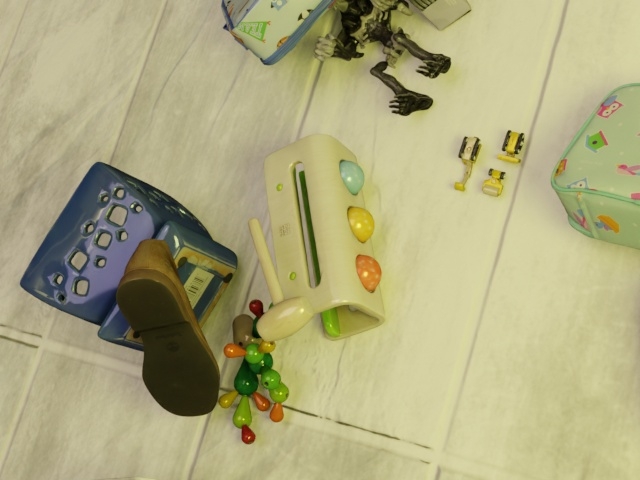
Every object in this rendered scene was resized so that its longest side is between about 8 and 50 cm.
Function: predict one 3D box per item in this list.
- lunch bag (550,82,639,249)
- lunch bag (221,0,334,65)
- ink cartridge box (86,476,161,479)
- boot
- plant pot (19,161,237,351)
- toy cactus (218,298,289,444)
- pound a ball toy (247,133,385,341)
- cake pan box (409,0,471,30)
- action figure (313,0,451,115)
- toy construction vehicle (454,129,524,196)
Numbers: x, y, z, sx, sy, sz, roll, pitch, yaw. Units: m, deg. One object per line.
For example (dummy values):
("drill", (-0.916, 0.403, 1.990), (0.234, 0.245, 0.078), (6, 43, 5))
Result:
("lunch bag", (0.443, -0.089, 1.267), (0.279, 0.108, 0.224), (15, 58, 43))
("lunch bag", (-0.057, -0.405, 1.688), (0.243, 0.115, 0.303), (-48, 20, 12))
("ink cartridge box", (-0.252, 0.530, 1.415), (0.285, 0.166, 0.395), (-19, 59, 54))
("boot", (-0.206, 0.128, 1.501), (0.112, 0.305, 0.115), (-7, 40, 5))
("plant pot", (-0.280, 0.046, 1.648), (0.212, 0.236, 0.236), (32, 90, 30))
("toy cactus", (-0.105, 0.171, 1.553), (0.180, 0.112, 0.219), (-123, 36, -59))
("pound a ball toy", (0.000, 0.000, 1.496), (0.135, 0.208, 0.319), (-22, 60, 23))
("cake pan box", (0.109, -0.468, 1.590), (0.070, 0.245, 0.267), (-35, 58, 21))
("action figure", (0.081, -0.321, 1.616), (0.164, 0.141, 0.276), (-52, 54, 19))
("toy construction vehicle", (0.240, -0.110, 1.499), (0.085, 0.035, 0.098), (14, 82, 24))
